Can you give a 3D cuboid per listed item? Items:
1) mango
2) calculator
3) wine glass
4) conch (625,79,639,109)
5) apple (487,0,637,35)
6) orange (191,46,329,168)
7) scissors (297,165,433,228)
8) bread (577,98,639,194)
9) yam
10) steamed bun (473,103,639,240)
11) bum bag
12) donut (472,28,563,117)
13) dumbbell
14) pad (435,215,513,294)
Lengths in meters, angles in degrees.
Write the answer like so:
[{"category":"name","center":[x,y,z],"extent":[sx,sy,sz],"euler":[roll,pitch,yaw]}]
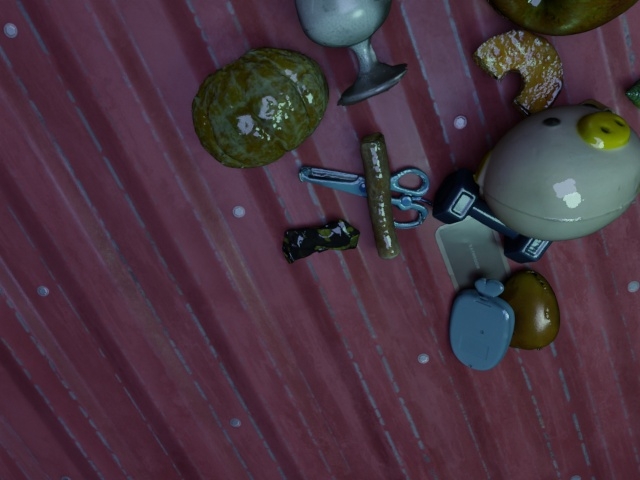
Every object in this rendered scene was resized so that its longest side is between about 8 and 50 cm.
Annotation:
[{"category":"mango","center":[0.615,0.204,1.523],"extent":[0.136,0.166,0.235],"euler":[-13,93,-37]},{"category":"calculator","center":[0.474,0.249,1.546],"extent":[0.188,0.042,0.302],"euler":[20,119,36]},{"category":"wine glass","center":[0.070,-0.513,1.228],"extent":[0.238,0.238,0.322],"euler":[-25,112,9]},{"category":"conch","center":[0.873,-0.376,1.353],"extent":[0.201,0.079,0.094],"euler":[14,128,-13]},{"category":"apple","center":[0.553,-0.657,1.142],"extent":[0.384,0.374,0.374],"euler":[28,113,33]},{"category":"orange","center":[-0.157,-0.328,1.311],"extent":[0.369,0.210,0.270],"euler":[-28,109,13]},{"category":"scissors","center":[0.128,-0.144,1.462],"extent":[0.393,0.032,0.180],"euler":[12,110,-5]},{"category":"bread","center":[0.742,-0.235,1.388],"extent":[0.142,0.178,0.266],"euler":[-36,111,-20]},{"category":"yam","center":[0.165,-0.110,1.416],"extent":[0.081,0.081,0.356],"euler":[-11,110,5]},{"category":"steamed bun","center":[0.569,-0.160,1.238],"extent":[0.374,0.334,0.333],"euler":[-23,112,-28]},{"category":"bum bag","center":[0.000,0.000,1.501],"extent":[0.233,0.060,0.106],"euler":[-14,118,8]},{"category":"donut","center":[0.516,-0.432,1.317],"extent":[0.152,0.101,0.259],"euler":[-42,104,14]},{"category":"dumbbell","center":[0.471,-0.063,1.426],"extent":[0.325,0.160,0.144],"euler":[26,77,-8]},{"category":"pad","center":[0.457,0.050,1.544],"extent":[0.176,0.002,0.266],"euler":[-22,108,8]}]
